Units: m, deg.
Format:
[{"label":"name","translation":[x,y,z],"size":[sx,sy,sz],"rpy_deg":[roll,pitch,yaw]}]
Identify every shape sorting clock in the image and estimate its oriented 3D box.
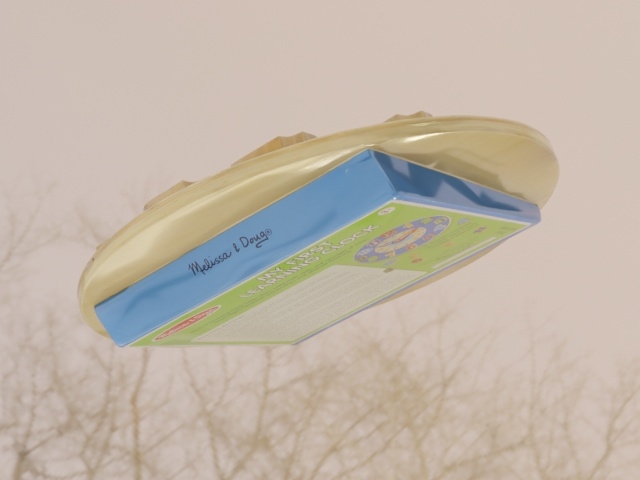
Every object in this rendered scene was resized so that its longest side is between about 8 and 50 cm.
[{"label":"shape sorting clock","translation":[0.000,0.000,0.525],"size":[0.206,0.206,0.040],"rpy_deg":[-35,-112,44]}]
